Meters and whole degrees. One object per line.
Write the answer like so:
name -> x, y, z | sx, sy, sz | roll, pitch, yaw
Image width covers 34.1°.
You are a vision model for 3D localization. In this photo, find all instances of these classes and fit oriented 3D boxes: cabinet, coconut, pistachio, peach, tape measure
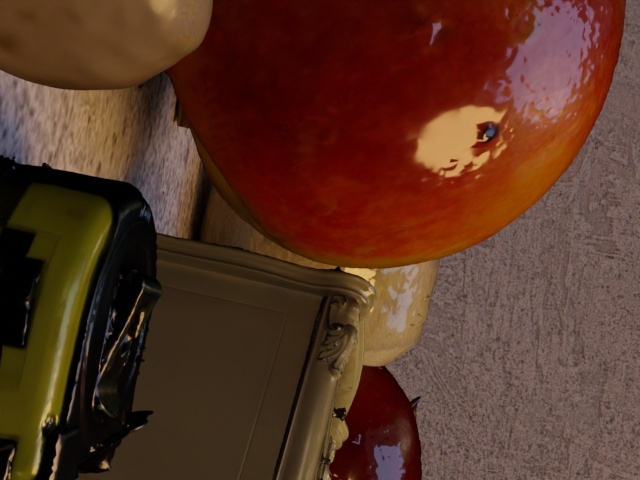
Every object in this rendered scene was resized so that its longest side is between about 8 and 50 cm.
cabinet -> -0.103, 0.212, 0.867 | 0.290, 0.227, 0.318 | 97, 6, -52
coconut -> 0.000, 0.000, 1.255 | 0.297, 0.297, 0.255 | -12, 116, -85
pistachio -> -0.112, -0.167, 0.457 | 0.153, 0.137, 0.238 | -35, 148, -31
peach -> -0.023, 0.364, 1.605 | 0.310, 0.335, 0.406 | -15, 124, -65
tape measure -> -0.154, 0.048, 0.592 | 0.199, 0.112, 0.186 | 55, 44, -86
peach -> 0.055, -0.169, 0.832 | 0.388, 0.388, 0.389 | 10, 90, -86

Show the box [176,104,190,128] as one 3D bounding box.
box -> -0.070, -0.269, 1.068 | 0.193, 0.083, 0.302 | -66, 166, -73
